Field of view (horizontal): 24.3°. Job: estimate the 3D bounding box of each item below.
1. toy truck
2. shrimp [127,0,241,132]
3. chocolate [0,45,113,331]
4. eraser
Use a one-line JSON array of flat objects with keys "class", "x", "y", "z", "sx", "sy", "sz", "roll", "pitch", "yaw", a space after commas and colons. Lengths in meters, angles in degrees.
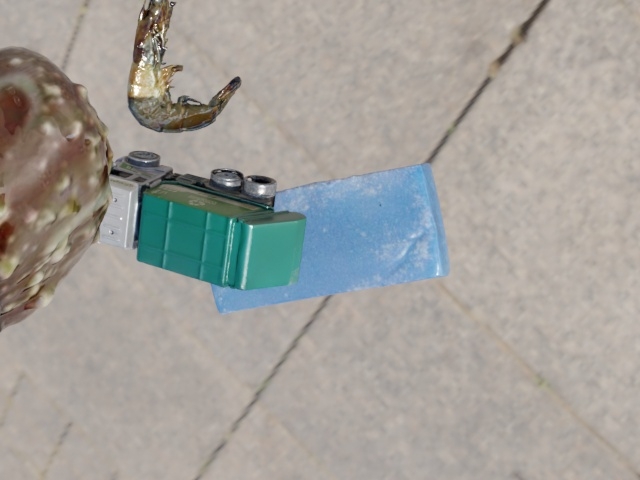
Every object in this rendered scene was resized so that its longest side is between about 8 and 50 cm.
[{"class": "toy truck", "x": -0.137, "y": -0.019, "z": 1.636, "sx": 0.253, "sy": 0.124, "sz": 0.114, "roll": 15, "pitch": 109, "yaw": 19}, {"class": "shrimp", "x": -0.167, "y": -0.230, "z": 1.879, "sx": 0.035, "sy": 0.148, "sz": 0.195, "roll": -136, "pitch": 53, "yaw": -67}, {"class": "chocolate", "x": -0.316, "y": -0.058, "z": 1.481, "sx": 0.225, "sy": 0.210, "sz": 0.340, "roll": 47, "pitch": 156, "yaw": 16}, {"class": "eraser", "x": 0.000, "y": 0.000, "z": 1.838, "sx": 0.312, "sy": 0.042, "sz": 0.144, "roll": -10, "pitch": 91, "yaw": 22}]
